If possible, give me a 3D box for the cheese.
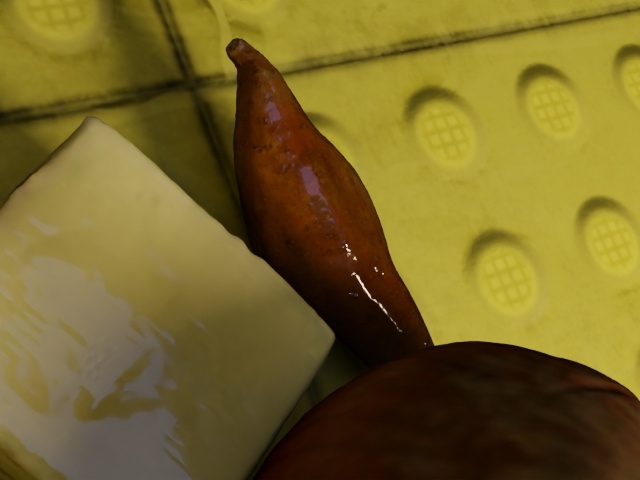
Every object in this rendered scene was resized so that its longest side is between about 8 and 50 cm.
[{"bbox_3d":[-0.152,0.080,0.840,0.265,0.124,0.242,43,59,-9],"label":"cheese"}]

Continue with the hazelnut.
[{"bbox_3d":[0.113,0.263,0.786,0.359,0.359,0.409,40,53,-12],"label":"hazelnut"}]

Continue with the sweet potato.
[{"bbox_3d":[-0.003,-0.004,0.966,0.112,0.112,0.359,-33,105,-35],"label":"sweet potato"}]
